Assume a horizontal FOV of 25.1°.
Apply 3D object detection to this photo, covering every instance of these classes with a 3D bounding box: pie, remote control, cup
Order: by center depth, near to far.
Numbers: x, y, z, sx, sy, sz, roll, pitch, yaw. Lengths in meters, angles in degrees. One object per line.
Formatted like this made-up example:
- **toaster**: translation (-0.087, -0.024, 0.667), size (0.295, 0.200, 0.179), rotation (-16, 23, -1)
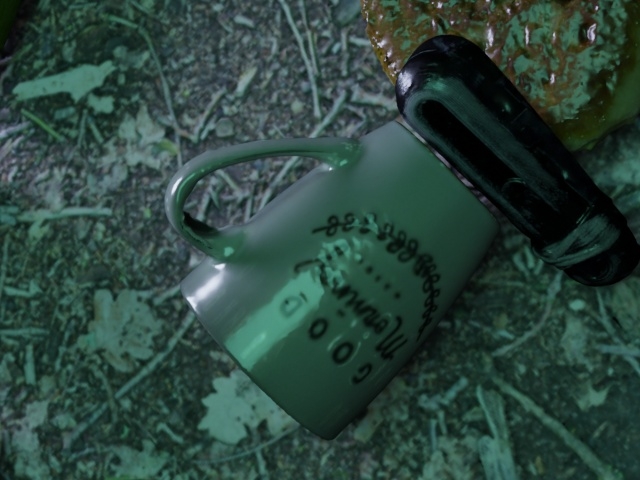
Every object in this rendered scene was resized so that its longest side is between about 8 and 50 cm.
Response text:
- **remote control**: translation (0.161, -0.052, 1.184), size (0.266, 0.066, 0.090), rotation (47, 142, -11)
- **cup**: translation (0.000, 0.000, 1.205), size (0.234, 0.186, 0.258), rotation (-46, 112, 3)
- **pie**: translation (0.173, -0.221, 1.251), size (0.315, 0.092, 0.315), rotation (-2, 83, 20)

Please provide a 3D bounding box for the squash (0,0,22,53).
- **squash**: translation (-0.322, -0.305, 1.423), size (0.101, 0.101, 0.378), rotation (17, 89, 20)
